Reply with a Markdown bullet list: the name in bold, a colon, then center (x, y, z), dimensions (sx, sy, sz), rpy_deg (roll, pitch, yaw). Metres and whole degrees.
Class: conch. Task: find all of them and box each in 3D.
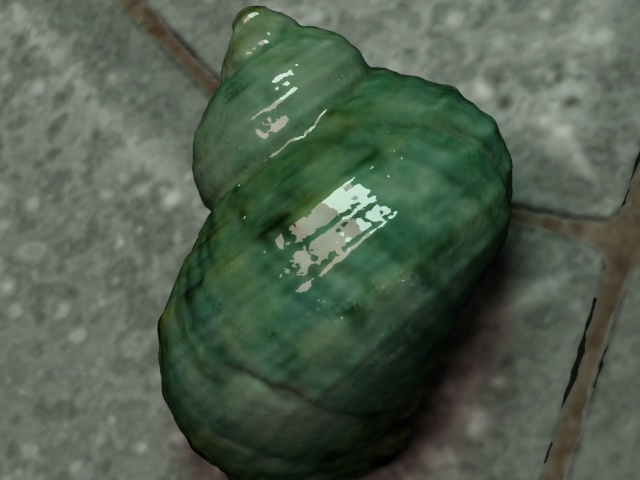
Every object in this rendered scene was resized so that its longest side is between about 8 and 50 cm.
- **conch**: center (-0.002, 0.002, 0.694), dimensions (0.176, 0.122, 0.188), rpy_deg (-17, 59, 43)
